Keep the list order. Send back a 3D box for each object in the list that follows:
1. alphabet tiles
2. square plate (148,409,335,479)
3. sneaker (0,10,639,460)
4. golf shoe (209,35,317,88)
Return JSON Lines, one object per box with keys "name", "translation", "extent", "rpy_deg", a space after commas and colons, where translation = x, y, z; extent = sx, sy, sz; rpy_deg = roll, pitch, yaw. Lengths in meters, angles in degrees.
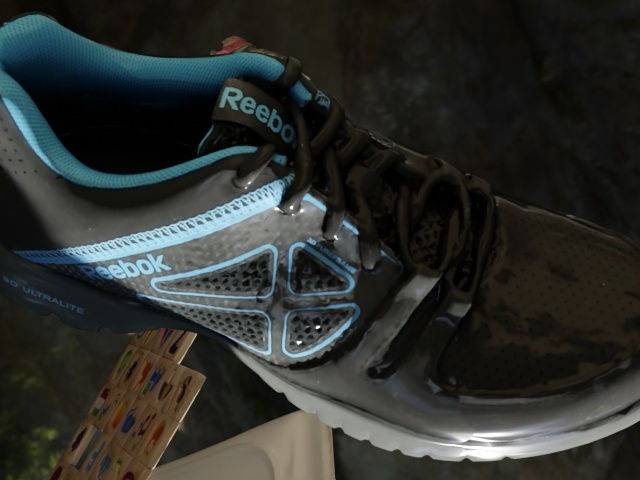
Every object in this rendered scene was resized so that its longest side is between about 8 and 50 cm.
{"name": "alphabet tiles", "translation": [-0.160, 0.149, 0.979], "extent": [0.198, 0.009, 0.237], "rpy_deg": [-60, -160, -11]}
{"name": "square plate", "translation": [-0.137, 0.351, 1.175], "extent": [0.347, 0.049, 0.344], "rpy_deg": [-24, -136, 20]}
{"name": "sneaker", "translation": [0.000, 0.000, 0.512], "extent": [0.341, 0.139, 0.125], "rpy_deg": [12, -124, 3]}
{"name": "golf shoe", "translation": [-0.066, -0.053, 0.886], "extent": [0.086, 0.186, 0.067], "rpy_deg": [26, -160, 16]}
